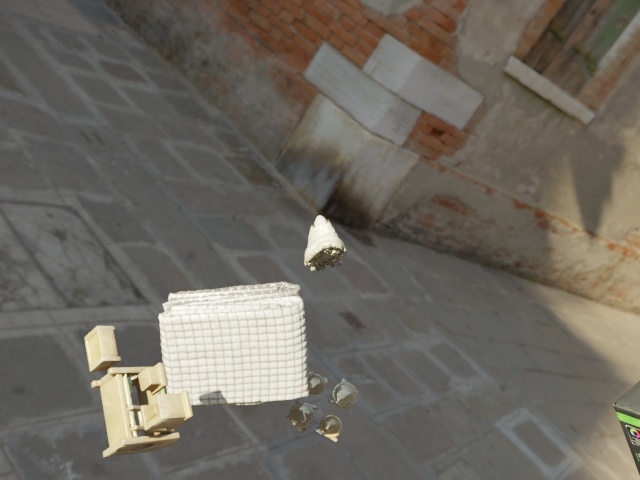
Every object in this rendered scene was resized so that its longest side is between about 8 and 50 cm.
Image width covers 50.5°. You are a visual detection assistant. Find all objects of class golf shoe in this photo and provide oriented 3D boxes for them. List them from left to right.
[{"bbox_3d":[0.000,0.000,1.098,0.176,0.069,0.086,113,-34,-81],"label":"golf shoe"}]

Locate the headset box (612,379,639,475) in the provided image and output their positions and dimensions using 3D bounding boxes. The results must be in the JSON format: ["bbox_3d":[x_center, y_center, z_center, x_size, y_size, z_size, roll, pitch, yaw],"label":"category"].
[{"bbox_3d":[0.559,0.310,0.896,0.246,0.131,0.283,11,-51,64],"label":"headset box"}]

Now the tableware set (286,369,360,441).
[{"bbox_3d":[0.007,0.402,1.659,0.141,0.169,0.020,24,-24,7],"label":"tableware set"}]

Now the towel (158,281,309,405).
[{"bbox_3d":[-0.168,0.207,1.343,0.283,0.235,0.121,-4,28,-5],"label":"towel"}]

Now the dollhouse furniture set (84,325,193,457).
[{"bbox_3d":[-0.239,0.189,0.966,0.101,0.161,0.182,9,54,-46],"label":"dollhouse furniture set"}]
